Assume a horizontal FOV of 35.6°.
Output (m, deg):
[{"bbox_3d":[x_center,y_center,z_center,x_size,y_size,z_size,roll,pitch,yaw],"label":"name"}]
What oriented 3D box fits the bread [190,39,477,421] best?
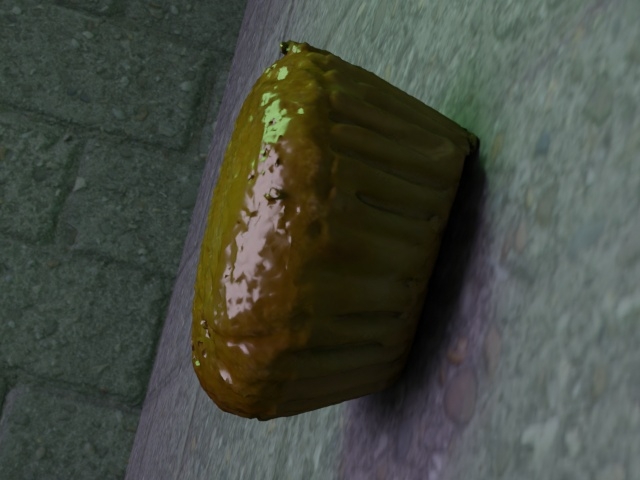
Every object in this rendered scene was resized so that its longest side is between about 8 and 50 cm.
[{"bbox_3d":[-0.004,0.001,0.630,0.240,0.139,0.240,-164,90,-79],"label":"bread"}]
